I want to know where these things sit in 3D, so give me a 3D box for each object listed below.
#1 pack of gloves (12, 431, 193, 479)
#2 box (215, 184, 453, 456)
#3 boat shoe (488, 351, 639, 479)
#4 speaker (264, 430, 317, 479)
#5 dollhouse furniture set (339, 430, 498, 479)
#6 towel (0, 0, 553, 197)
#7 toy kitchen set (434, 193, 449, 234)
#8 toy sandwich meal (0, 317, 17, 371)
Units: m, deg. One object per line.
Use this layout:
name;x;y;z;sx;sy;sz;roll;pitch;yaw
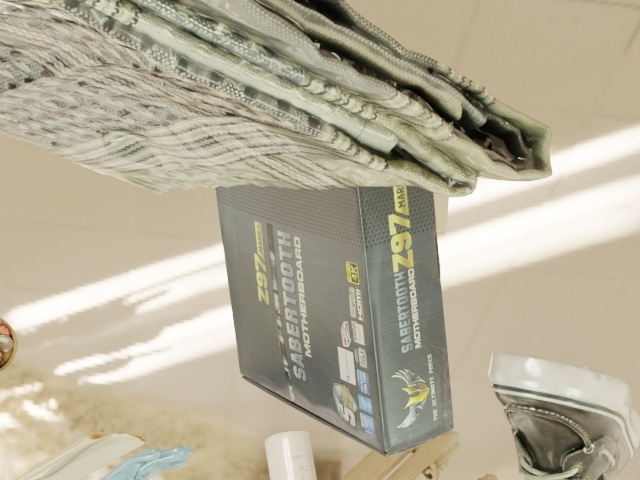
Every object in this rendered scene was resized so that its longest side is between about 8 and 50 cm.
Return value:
pack of gloves;-0.220;0.230;0.988;0.232;0.046;0.195;-31;161;14
box;0.000;0.000;0.779;0.059;0.233;0.183;-15;-161;-29
boat shoe;0.252;0.199;1.213;0.121;0.119;0.335;9;164;33
speaker;-0.028;0.289;1.397;0.055;0.136;0.055;-10;158;-4
dollhouse furniture set;0.132;0.319;1.432;0.144;0.123;0.151;-4;118;56
towel;-0.107;-0.076;0.545;0.312;0.056;0.324;25;165;-39
toy kitchen set;0.041;0.037;1.394;0.166;0.207;0.122;6;176;-25
toy sandwich meal;-0.424;0.135;1.532;0.085;0.085;0.029;5;-177;-6
